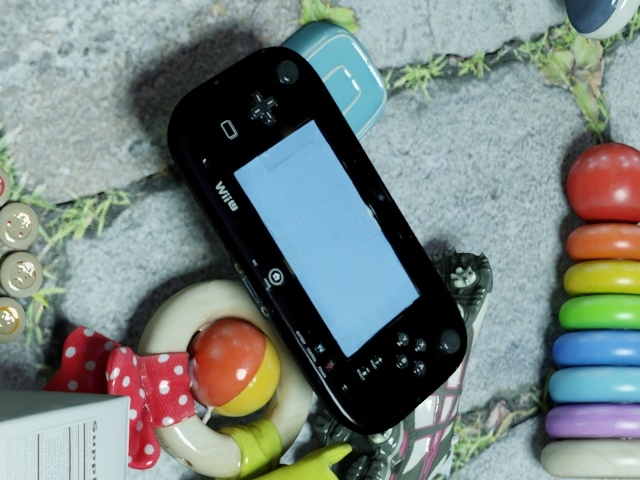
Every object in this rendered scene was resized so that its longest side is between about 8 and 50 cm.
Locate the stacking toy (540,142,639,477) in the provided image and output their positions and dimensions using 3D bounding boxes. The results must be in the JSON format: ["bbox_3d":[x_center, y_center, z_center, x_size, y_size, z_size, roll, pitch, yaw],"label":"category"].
[{"bbox_3d":[0.284,0.067,1.516,0.141,0.141,0.330,8,77,-35],"label":"stacking toy"}]

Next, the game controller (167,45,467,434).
[{"bbox_3d":[0.000,0.000,1.265,0.166,0.067,0.319,-39,100,-46],"label":"game controller"}]

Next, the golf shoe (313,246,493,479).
[{"bbox_3d":[0.082,0.135,1.395,0.273,0.105,0.120,-60,139,-17],"label":"golf shoe"}]

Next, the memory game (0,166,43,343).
[{"bbox_3d":[-0.295,0.015,1.170,0.186,0.012,0.186,1,88,-35],"label":"memory game"}]

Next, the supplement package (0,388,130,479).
[{"bbox_3d":[-0.249,0.190,1.009,0.178,0.293,0.175,1,88,8],"label":"supplement package"}]

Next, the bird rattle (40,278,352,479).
[{"bbox_3d":[-0.096,0.128,1.269,0.253,0.143,0.207,34,58,-16],"label":"bird rattle"}]

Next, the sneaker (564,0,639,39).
[{"bbox_3d":[0.229,-0.369,1.486,0.148,0.131,0.350,2,82,-28],"label":"sneaker"}]

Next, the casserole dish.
[{"bbox_3d":[-0.009,-0.114,1.358,0.188,0.037,0.114,-46,113,-25],"label":"casserole dish"}]
